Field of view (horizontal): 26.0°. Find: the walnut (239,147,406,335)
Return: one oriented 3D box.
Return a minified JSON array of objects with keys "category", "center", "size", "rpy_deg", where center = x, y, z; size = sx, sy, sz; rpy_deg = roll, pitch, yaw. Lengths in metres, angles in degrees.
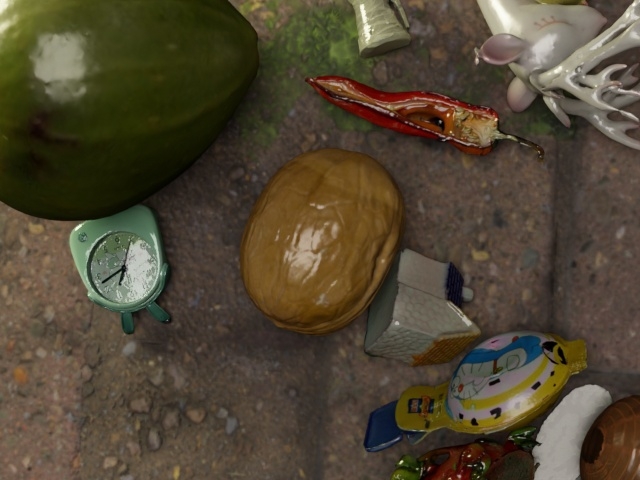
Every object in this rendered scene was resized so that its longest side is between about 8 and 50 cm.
[{"category":"walnut","center":[0.000,0.000,1.422],"size":[0.165,0.165,0.197],"rpy_deg":[19,89,10]}]

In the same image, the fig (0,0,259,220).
[{"category":"fig","center":[-0.216,-0.171,1.419],"size":[0.316,0.316,0.316],"rpy_deg":[0,87,9]}]

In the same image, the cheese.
[{"category":"cheese","center":[0.154,0.157,1.411],"size":[0.250,0.156,0.064],"rpy_deg":[-25,112,20]}]

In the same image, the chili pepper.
[{"category":"chili pepper","center":[0.110,-0.129,1.468],"size":[0.267,0.050,0.059],"rpy_deg":[15,69,11]}]

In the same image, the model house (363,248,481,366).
[{"category":"model house","center":[0.109,0.076,1.450],"size":[0.100,0.088,0.101],"rpy_deg":[17,57,-13]}]

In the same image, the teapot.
[{"category":"teapot","center":[0.061,-0.242,1.484],"size":[0.067,0.057,0.083],"rpy_deg":[-15,79,-29]}]

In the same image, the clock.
[{"category":"clock","center":[-0.213,0.034,1.520],"size":[0.101,0.041,0.135],"rpy_deg":[-17,86,8]}]

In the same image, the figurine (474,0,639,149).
[{"category":"figurine","center":[0.273,-0.244,1.379],"size":[0.284,0.206,0.316],"rpy_deg":[-4,91,20]}]

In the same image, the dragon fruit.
[{"category":"dragon fruit","center":[0.138,0.256,1.409],"size":[0.175,0.138,0.142],"rpy_deg":[2,46,29]}]

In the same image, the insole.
[{"category":"insole","center":[0.247,0.237,1.450],"size":[0.065,0.006,0.193],"rpy_deg":[27,92,10]}]

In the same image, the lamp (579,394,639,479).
[{"category":"lamp","center":[0.323,0.220,1.374],"size":[0.136,0.136,0.136],"rpy_deg":[0,87,9]}]
